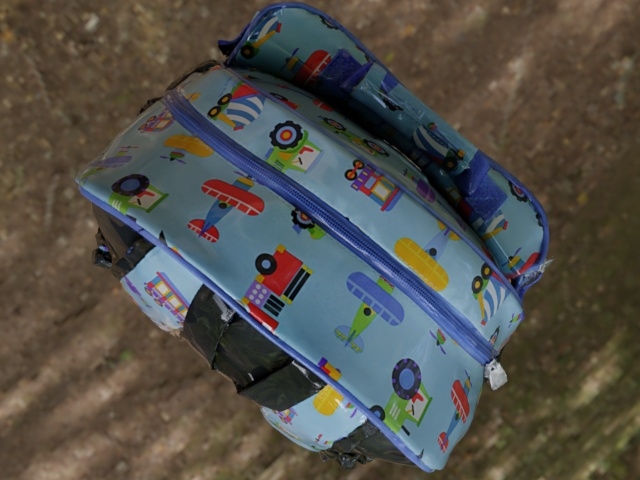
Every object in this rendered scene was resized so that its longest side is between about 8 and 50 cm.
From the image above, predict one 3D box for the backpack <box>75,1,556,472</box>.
[{"bbox_3d":[0.000,0.000,0.464,0.117,0.158,0.173,-50,180,-3],"label":"backpack"}]
